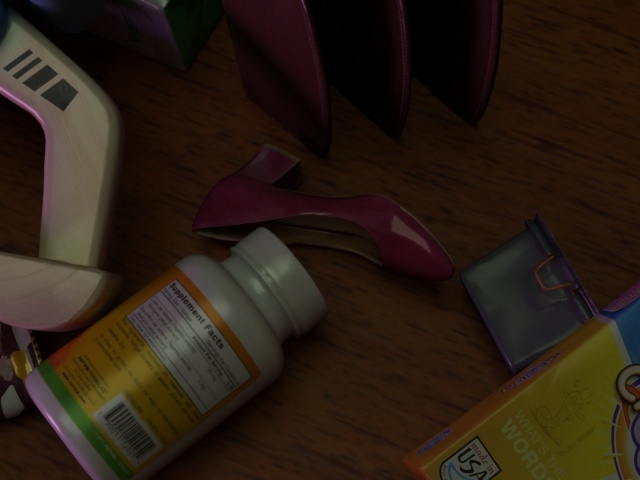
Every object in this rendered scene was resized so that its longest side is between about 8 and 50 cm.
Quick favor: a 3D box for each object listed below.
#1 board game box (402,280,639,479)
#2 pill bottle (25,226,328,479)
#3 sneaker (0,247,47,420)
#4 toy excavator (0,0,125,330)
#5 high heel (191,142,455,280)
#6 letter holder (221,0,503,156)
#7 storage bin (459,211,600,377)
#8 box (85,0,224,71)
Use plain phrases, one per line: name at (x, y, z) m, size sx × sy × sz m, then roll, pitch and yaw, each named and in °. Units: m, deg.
board game box at (0.264, 0.183, 0.936) m, size 0.317 × 0.064 × 0.242 m, roll -36°, pitch 91°, yaw -11°
pill bottle at (-0.119, 0.099, 1.008) m, size 0.246 × 0.136 × 0.136 m, roll -37°, pitch 69°, yaw -12°
sneaker at (-0.312, 0.078, 1.069) m, size 0.084 × 0.069 × 0.185 m, roll -22°, pitch 66°, yaw -11°
toy excavator at (-0.277, -0.199, 1.019) m, size 0.445 × 0.222 × 0.433 m, roll 35°, pitch 87°, yaw 7°
high heel at (0.000, 0.000, 1.067) m, size 0.244 × 0.082 × 0.117 m, roll 32°, pitch 66°, yaw 20°
letter holder at (0.037, -0.191, 1.033) m, size 0.152 × 0.302 × 0.214 m, roll -42°, pitch 70°, yaw -13°
storage bin at (0.188, 0.057, 1.032) m, size 0.091 × 0.098 × 0.135 m, roll -29°, pitch 67°, yaw 3°
box at (-0.187, -0.348, 1.214) m, size 0.231 × 0.126 × 0.262 m, roll 23°, pitch 71°, yaw 14°
